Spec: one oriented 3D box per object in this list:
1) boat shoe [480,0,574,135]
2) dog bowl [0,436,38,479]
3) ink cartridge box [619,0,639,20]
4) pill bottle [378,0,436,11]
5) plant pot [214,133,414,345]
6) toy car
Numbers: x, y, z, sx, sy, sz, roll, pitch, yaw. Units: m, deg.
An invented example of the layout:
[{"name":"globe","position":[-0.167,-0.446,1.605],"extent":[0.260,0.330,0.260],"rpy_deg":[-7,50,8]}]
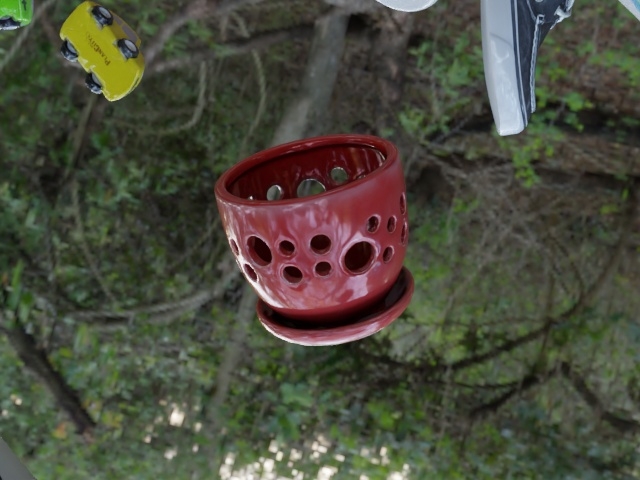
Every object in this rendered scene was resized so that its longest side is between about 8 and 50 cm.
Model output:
[{"name":"boat shoe","position":[0.219,-0.261,1.068],"extent":[0.102,0.301,0.108],"rpy_deg":[-1,179,6]},{"name":"dog bowl","position":[-0.361,0.159,0.536],"extent":[0.408,0.150,0.408],"rpy_deg":[-19,-172,3]},{"name":"ink cartridge box","position":[0.121,-0.257,0.492],"extent":[0.395,0.151,0.270],"rpy_deg":[47,-166,12]},{"name":"pill bottle","position":[0.123,-0.365,1.144],"extent":[0.117,0.208,0.118],"rpy_deg":[25,153,13]},{"name":"plant pot","position":[0.000,0.000,1.060],"extent":[0.191,0.174,0.191],"rpy_deg":[-9,-155,4]},{"name":"toy car","position":[-0.275,-0.250,1.032],"extent":[0.225,0.239,0.053],"rpy_deg":[-5,-174,25]}]
